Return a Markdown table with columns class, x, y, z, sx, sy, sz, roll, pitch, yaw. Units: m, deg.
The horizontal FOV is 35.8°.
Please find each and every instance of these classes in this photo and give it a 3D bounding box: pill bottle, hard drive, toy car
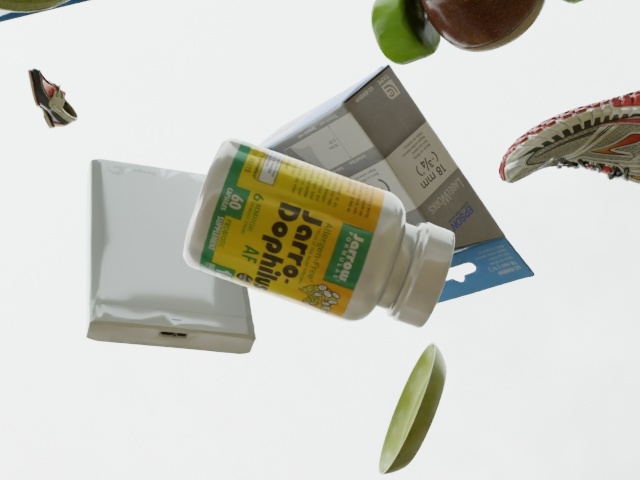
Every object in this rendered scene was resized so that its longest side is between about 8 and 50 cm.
| class | x | y | z | sx | sy | sz | roll | pitch | yaw |
| --- | --- | --- | --- | --- | --- | --- | --- | --- | --- |
| pill bottle | 0.000 | 0.000 | 0.832 | 0.208 | 0.117 | 0.117 | 20 | -72 | -2 |
| hard drive | -0.202 | 0.014 | 1.296 | 0.203 | 0.307 | 0.040 | 8 | -50 | -19 |
| toy car | 0.066 | -0.214 | 0.603 | 0.188 | 0.155 | 0.149 | 26 | -122 | -47 |

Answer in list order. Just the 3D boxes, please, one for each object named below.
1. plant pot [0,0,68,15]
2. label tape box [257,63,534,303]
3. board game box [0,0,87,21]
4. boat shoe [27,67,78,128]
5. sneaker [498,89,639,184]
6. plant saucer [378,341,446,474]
| class | x | y | z | sx | sy | sz | roll | pitch | yaw |
| --- | --- | --- | --- | --- | --- | --- | --- | --- | --- |
| plant pot | -0.345 | -0.308 | 0.776 | 0.366 | 0.353 | 0.366 | -27 | -58 | -52 |
| label tape box | 0.083 | -0.030 | 1.293 | 0.333 | 0.241 | 0.106 | 53 | -127 | -11 |
| board game box | -0.414 | -0.353 | 1.304 | 0.308 | 0.302 | 0.086 | -27 | -62 | -40 |
| boat shoe | -0.383 | -0.204 | 1.412 | 0.043 | 0.049 | 0.137 | -11 | -24 | -3 |
| sneaker | 0.284 | -0.091 | 0.957 | 0.225 | 0.088 | 0.092 | -15 | -88 | 10 |
| plant saucer | 0.162 | 0.291 | 1.687 | 0.037 | 0.241 | 0.241 | 24 | -75 | -1 |
